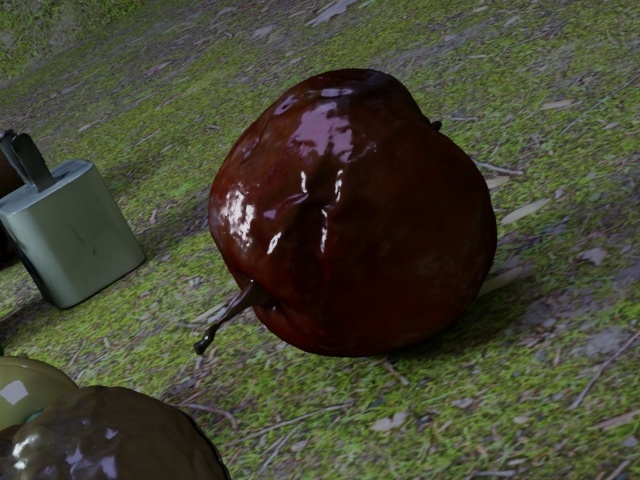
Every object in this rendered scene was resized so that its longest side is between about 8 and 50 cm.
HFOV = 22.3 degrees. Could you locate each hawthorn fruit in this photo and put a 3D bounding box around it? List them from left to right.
[{"bbox_3d":[0.000,0.000,1.321,0.271,0.242,0.242,-39,19,-6],"label":"hawthorn fruit"}]

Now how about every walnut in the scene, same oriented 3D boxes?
[{"bbox_3d":[-0.144,0.195,1.043,0.198,0.198,0.245,-26,27,5],"label":"walnut"}]

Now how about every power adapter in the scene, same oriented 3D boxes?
[{"bbox_3d":[-0.317,-0.040,1.928,0.125,0.205,0.130,-33,16,-16],"label":"power adapter"}]

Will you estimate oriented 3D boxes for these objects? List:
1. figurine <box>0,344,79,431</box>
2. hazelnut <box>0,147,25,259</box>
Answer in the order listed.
[{"bbox_3d":[-0.344,0.211,1.415,0.324,0.124,0.222,-28,20,9],"label":"figurine"},{"bbox_3d":[-0.482,-0.034,2.249,0.181,0.181,0.212,28,53,34],"label":"hazelnut"}]
